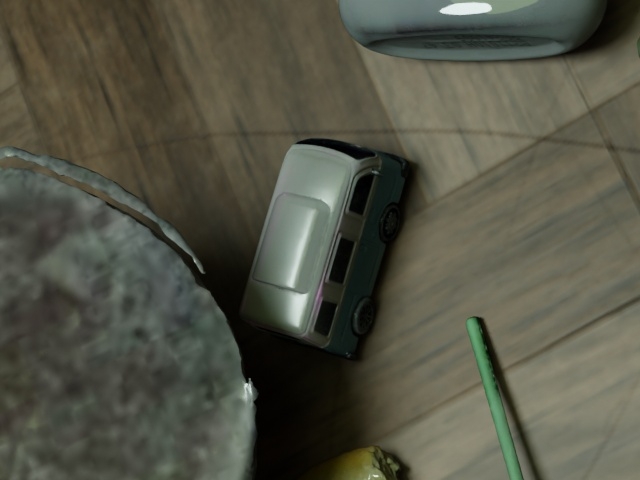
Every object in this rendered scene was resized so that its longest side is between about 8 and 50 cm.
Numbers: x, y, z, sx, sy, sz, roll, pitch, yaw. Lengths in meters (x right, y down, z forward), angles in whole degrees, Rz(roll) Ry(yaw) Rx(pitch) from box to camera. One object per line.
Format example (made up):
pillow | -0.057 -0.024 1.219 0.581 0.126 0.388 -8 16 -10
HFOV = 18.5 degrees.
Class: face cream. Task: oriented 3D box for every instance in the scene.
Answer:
face cream | 0.099 -0.274 1.129 0.163 0.080 0.336 1 80 28

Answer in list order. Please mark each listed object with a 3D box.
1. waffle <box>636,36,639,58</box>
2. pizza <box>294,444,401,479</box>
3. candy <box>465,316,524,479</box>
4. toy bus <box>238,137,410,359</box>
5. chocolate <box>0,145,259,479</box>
waffle | 0.322 -0.077 0.988 0.309 0.056 0.292 -36 66 17
pizza | 0.027 0.242 1.060 0.181 0.034 0.262 -49 50 10
candy | 0.107 0.132 1.066 0.061 0.061 0.202 -26 60 20
toy bus | 0.000 0.000 1.126 0.060 0.075 0.123 15 87 29
chocolate | -0.188 0.103 1.114 0.303 0.213 0.303 0 88 -5
